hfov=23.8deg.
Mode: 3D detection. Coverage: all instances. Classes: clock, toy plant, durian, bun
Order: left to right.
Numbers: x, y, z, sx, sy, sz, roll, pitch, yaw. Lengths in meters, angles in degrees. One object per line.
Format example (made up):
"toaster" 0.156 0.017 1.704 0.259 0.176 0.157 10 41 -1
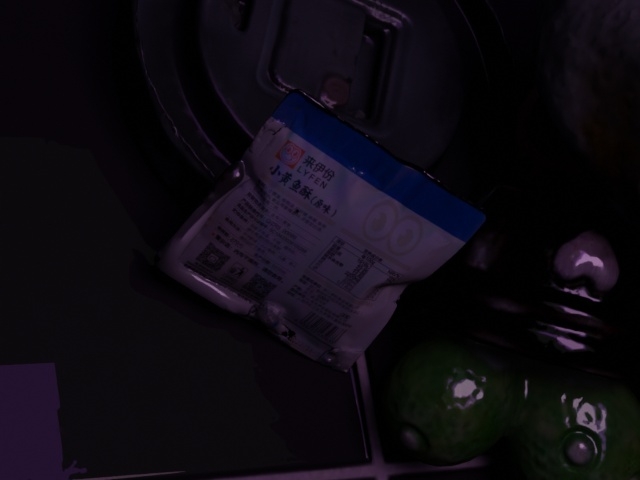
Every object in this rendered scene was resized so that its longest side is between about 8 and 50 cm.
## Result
"clock" 0.001 -0.133 1.155 0.325 0.067 0.325 10 65 -24
"toy plant" 0.160 0.090 1.102 0.218 0.175 0.235 16 91 -14
"durian" 0.239 -0.081 1.223 0.165 0.132 0.182 7 55 -37
"bun" 0.326 -0.106 1.070 0.362 0.211 0.361 17 48 -19

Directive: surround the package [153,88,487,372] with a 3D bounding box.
"package" 0.000 0.000 1.045 0.171 0.173 0.027 33 23 -19
